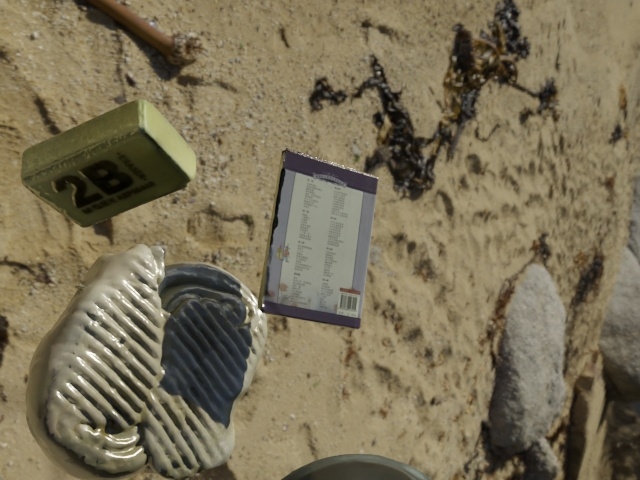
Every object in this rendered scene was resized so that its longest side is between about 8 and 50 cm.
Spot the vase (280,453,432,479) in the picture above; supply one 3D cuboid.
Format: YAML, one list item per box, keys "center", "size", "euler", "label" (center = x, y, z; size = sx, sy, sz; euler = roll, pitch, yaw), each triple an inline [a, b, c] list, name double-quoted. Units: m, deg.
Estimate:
- center: [0.020, 0.226, 0.266]
  size: [0.156, 0.251, 0.301]
  euler: [-60, -173, 2]
  label: "vase"

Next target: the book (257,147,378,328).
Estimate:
- center: [0.000, 0.000, 0.820]
  size: [0.157, 0.026, 0.231]
  euler: [14, 77, -28]
  label: "book"

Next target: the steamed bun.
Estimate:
- center: [-0.268, 0.181, 0.852]
  size: [0.310, 0.219, 0.324]
  euler: [27, 65, -36]
  label: "steamed bun"

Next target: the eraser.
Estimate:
- center: [-0.250, -0.087, 0.693]
  size: [0.117, 0.172, 0.058]
  euler: [54, 19, -53]
  label: "eraser"
